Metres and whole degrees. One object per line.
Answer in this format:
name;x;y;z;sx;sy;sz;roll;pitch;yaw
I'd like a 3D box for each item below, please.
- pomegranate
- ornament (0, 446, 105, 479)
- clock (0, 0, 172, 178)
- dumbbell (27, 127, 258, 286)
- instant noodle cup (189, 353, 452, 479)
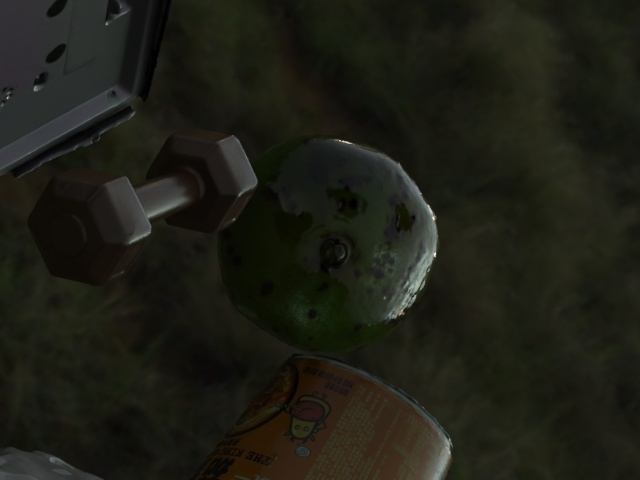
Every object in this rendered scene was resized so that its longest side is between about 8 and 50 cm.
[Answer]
pomegranate;0.000;0.000;1.642;0.211;0.211;0.263;52;-4;-11
ornament;-0.220;0.297;1.136;0.337;0.337;0.337;38;35;-33
clock;-0.153;-0.112;0.883;0.147;0.192;0.071;-33;73;-26
dumbbell;-0.138;-0.030;1.369;0.082;0.092;0.231;39;28;12
instant noodle cup;-0.001;0.208;1.409;0.216;0.215;0.172;44;64;-25
